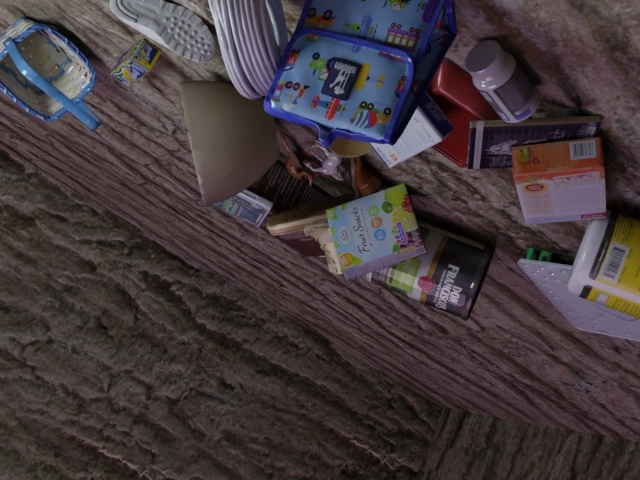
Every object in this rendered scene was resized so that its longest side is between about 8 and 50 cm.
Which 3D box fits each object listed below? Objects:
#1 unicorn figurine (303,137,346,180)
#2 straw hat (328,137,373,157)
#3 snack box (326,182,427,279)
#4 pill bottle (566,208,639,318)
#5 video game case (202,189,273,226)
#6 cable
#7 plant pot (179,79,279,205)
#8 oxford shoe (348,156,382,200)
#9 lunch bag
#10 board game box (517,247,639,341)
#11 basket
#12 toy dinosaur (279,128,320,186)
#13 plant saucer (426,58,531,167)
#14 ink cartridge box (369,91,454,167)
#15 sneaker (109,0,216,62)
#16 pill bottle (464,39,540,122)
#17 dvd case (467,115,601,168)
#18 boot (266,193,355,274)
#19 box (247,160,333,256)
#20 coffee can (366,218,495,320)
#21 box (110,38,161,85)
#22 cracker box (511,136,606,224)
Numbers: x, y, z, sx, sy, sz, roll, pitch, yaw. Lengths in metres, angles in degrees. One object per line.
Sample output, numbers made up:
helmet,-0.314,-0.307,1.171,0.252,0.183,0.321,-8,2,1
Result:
unicorn figurine,0.020,-0.189,2.087,0.111,0.060,0.162,27,163,-5
straw hat,0.068,-0.249,1.821,0.144,0.144,0.061,39,-160,-38
snack box,0.133,-0.021,2.092,0.207,0.175,0.070,-20,150,10
pill bottle,0.678,0.073,1.734,0.333,0.188,0.188,21,163,13
video game case,-0.220,-0.102,2.284,0.173,0.022,0.190,27,162,-6
cable,-0.112,-0.365,1.441,0.089,0.257,0.257,-10,-177,8
plant pot,-0.198,-0.236,1.979,0.190,0.284,0.284,-12,163,-5
oxford shoe,0.107,-0.152,2.099,0.076,0.076,0.212,-10,153,8
lunch bag,0.058,-0.273,1.378,0.220,0.293,0.138,18,162,19
board game box,0.730,0.145,2.116,0.389,0.050,0.390,8,156,44
basket,-0.666,-0.402,2.112,0.289,0.201,0.255,52,-176,39
toy dinosaur,-0.062,-0.188,2.200,0.112,0.064,0.211,24,163,7
plant saucer,0.258,-0.225,1.670,0.259,0.048,0.258,30,163,-19
ink cartridge box,0.123,-0.256,1.646,0.223,0.045,0.224,51,158,-7
sneaker,-0.319,-0.442,1.794,0.235,0.090,0.095,32,175,-9
pill bottle,0.300,-0.263,1.444,0.078,0.078,0.137,7,155,46
dvd case,0.377,-0.174,1.568,0.221,0.018,0.164,-2,158,7
boot,0.000,0.000,2.298,0.095,0.261,0.204,-119,16,-60
box,-0.109,-0.104,2.397,0.381,0.143,0.191,35,160,-25
coffee can,0.281,0.062,2.232,0.275,0.202,0.201,21,163,14
box,-0.433,-0.415,2.044,0.054,0.059,0.169,34,161,-24
cracker box,0.447,-0.106,1.623,0.155,0.067,0.232,-5,157,17
